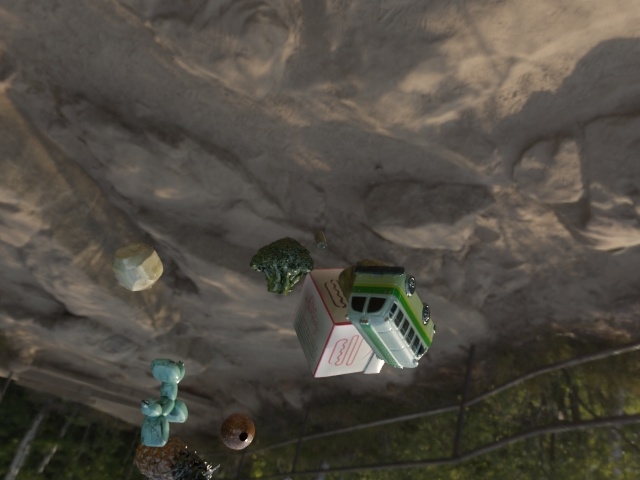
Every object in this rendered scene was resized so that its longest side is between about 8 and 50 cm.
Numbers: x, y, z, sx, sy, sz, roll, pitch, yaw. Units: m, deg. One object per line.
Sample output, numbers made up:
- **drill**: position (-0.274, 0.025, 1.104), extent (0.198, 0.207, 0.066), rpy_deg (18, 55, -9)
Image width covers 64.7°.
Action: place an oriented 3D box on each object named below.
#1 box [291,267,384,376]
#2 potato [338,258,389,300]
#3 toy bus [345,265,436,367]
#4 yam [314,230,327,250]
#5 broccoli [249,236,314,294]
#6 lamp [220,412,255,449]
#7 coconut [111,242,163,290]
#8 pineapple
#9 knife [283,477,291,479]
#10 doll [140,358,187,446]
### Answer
- **box**: position (0.094, 0.310, 1.966), extent (0.300, 0.314, 0.312), rpy_deg (-1, 129, -25)
- **potato**: position (0.149, 0.140, 1.604), extent (0.137, 0.154, 0.200), rpy_deg (7, 162, -34)
- **toy bus**: position (0.173, 0.194, 1.228), extent (0.134, 0.164, 0.276), rpy_deg (-1, 141, 34)
- **yam**: position (0.000, 0.000, 1.874), extent (0.043, 0.094, 0.043), rpy_deg (-5, 121, -9)
- **broccoli**: position (-0.089, 0.060, 1.208), extent (0.146, 0.137, 0.162), rpy_deg (17, 170, -22)
- **lamp**: position (-0.325, 0.749, 1.988), extent (0.137, 0.136, 0.136), rpy_deg (14, 159, 5)
- **coconut**: position (-0.634, 0.097, 1.755), extent (0.161, 0.161, 0.162), rpy_deg (5, 122, 25)
- **pineapple**: position (-0.453, 0.746, 1.670), extent (0.341, 0.169, 0.169), rpy_deg (7, 157, 31)
- **knife**: position (-0.145, 0.860, 1.602), extent (0.058, 0.243, 0.032), rpy_deg (13, -174, 2)
- **doll**: position (-0.321, 0.322, 1.050), extent (0.059, 0.158, 0.159), rpy_deg (1, -162, 13)
